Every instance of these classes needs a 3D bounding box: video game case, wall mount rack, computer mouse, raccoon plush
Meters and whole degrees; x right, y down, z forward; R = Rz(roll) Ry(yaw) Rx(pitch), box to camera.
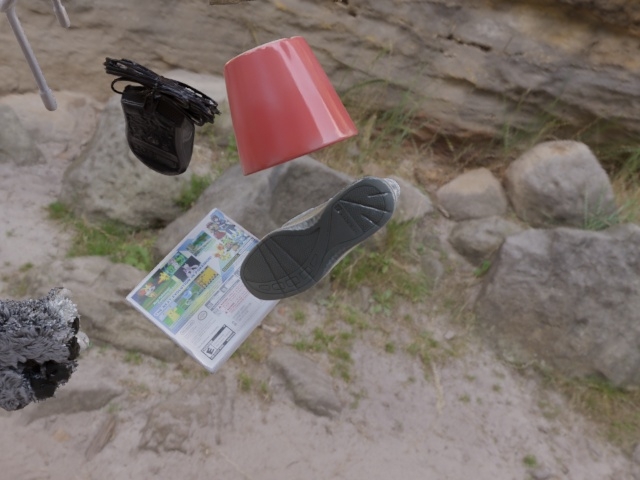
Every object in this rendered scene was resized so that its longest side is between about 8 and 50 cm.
[{"bbox_3d":[-0.264,0.115,1.515,0.300,0.036,0.329,36,72,18],"label":"video game case"},{"bbox_3d":[-0.355,-0.367,0.826,0.131,0.304,0.349,22,44,-35],"label":"wall mount rack"},{"bbox_3d":[-0.261,-0.204,1.031,0.189,0.272,0.072,26,63,-4],"label":"computer mouse"},{"bbox_3d":[-0.678,0.146,1.292,0.446,0.216,0.299,55,-3,-35],"label":"raccoon plush"}]

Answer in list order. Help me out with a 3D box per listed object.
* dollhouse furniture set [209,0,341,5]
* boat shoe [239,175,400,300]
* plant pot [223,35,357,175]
[{"bbox_3d":[0.062,-0.416,0.812,0.356,0.173,0.303,15,25,41],"label":"dollhouse furniture set"},{"bbox_3d":[-0.001,-0.003,1.052,0.118,0.320,0.103,54,20,3],"label":"boat shoe"},{"bbox_3d":[-0.084,-0.302,1.359,0.275,0.275,0.243,-31,102,-56],"label":"plant pot"}]
